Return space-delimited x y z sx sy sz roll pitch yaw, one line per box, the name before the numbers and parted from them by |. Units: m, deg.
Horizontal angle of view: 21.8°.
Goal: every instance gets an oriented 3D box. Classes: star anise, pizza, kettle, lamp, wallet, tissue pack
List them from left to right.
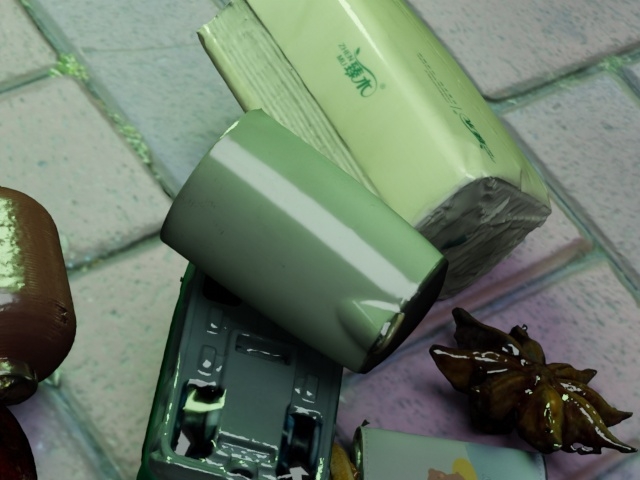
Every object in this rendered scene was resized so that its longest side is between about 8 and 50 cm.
lamp | -0.346 0.058 1.706 0.180 0.180 0.258 0 57 -23
kettle | 0.000 0.000 1.650 0.255 0.165 0.240 34 20 7
pizza | 0.013 0.274 1.732 0.046 0.134 0.175 0 17 -13
tissue pack | 0.068 -0.136 1.942 0.380 0.207 0.297 56 16 20
wallet | 0.141 0.287 1.795 0.231 0.069 0.170 12 48 -15
star anise | 0.234 0.185 1.902 0.272 0.102 0.272 24 24 -11

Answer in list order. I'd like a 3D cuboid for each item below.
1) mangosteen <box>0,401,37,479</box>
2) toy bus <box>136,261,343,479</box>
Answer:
mangosteen | -0.350 0.250 1.543 0.261 0.235 0.235 46 36 -40
toy bus | -0.078 0.155 1.717 0.183 0.199 0.343 16 50 -7
